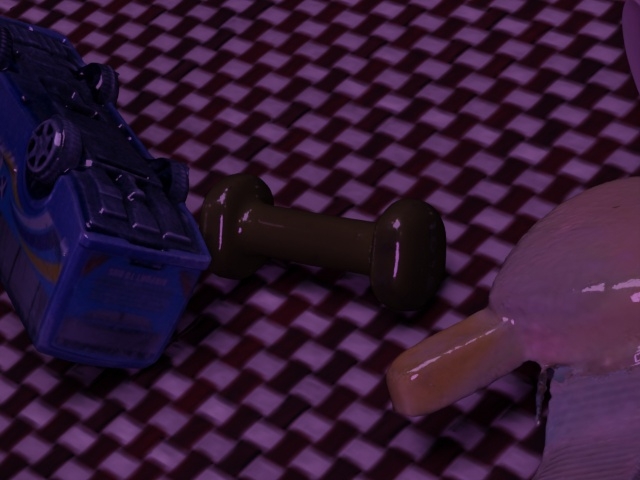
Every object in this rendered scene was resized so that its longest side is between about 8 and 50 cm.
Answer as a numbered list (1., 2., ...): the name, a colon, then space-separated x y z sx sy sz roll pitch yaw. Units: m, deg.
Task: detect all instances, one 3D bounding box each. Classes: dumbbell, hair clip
1. dumbbell: 0.000 0.000 0.867 0.118 0.052 0.046 9 12 33
2. hair clip: 0.108 0.047 0.758 0.159 0.071 0.218 -8 36 19

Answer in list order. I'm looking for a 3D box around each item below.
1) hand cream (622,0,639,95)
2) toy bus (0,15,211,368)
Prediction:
1. hand cream: 0.300 -0.126 0.874 0.312 0.070 0.111 -19 35 -4
2. toy bus: -0.134 -0.032 0.926 0.094 0.079 0.236 -59 37 15
